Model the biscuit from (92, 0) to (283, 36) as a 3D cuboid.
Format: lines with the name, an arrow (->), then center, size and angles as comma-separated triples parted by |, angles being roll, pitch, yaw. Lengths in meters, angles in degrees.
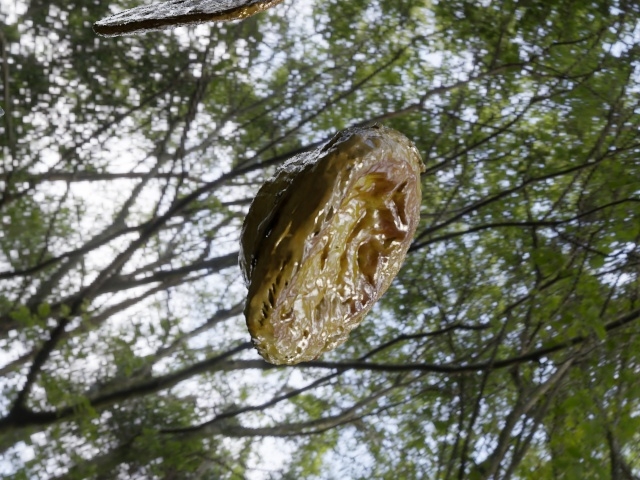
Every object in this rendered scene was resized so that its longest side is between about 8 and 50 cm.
biscuit -> -0.158, -0.266, 1.011 | 0.247, 0.118, 0.029 | 1, -62, 28

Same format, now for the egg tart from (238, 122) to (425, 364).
egg tart -> -0.001, -0.002, 1.062 | 0.129, 0.341, 0.341 | 28, -69, 24

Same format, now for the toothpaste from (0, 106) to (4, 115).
toothpaste -> -0.574, -0.211, 1.182 | 0.066, 0.323, 0.100 | -42, -98, 22
